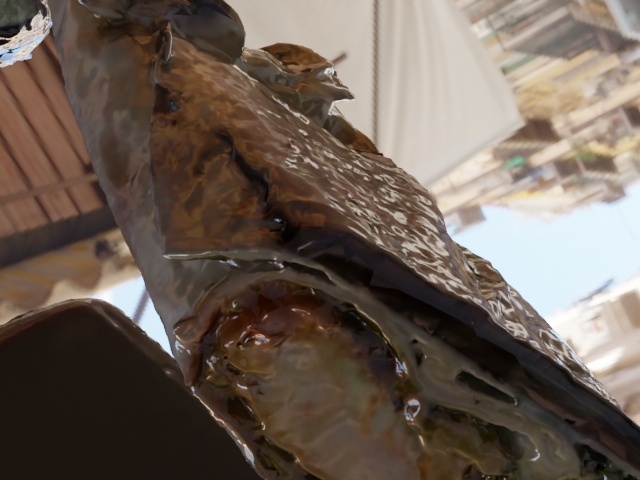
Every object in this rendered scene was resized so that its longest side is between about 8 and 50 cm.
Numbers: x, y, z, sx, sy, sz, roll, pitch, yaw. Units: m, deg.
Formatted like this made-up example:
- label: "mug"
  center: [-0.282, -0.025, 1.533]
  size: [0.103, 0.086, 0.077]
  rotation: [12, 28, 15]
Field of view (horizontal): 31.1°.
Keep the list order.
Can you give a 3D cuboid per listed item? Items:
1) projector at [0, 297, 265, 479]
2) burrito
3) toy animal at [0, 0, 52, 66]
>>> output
- label: "projector"
  center: [-0.184, 0.284, 0.736]
  size: [0.395, 0.242, 0.405]
  rotation: [40, -143, 14]
- label: "burrito"
  center: [-0.009, 0.000, 0.472]
  size: [0.175, 0.107, 0.347]
  rotation: [6, -143, -41]
- label: "toy animal"
  center: [-0.246, -0.155, 0.679]
  size: [0.121, 0.225, 0.093]
  rotation: [-19, -61, -68]
